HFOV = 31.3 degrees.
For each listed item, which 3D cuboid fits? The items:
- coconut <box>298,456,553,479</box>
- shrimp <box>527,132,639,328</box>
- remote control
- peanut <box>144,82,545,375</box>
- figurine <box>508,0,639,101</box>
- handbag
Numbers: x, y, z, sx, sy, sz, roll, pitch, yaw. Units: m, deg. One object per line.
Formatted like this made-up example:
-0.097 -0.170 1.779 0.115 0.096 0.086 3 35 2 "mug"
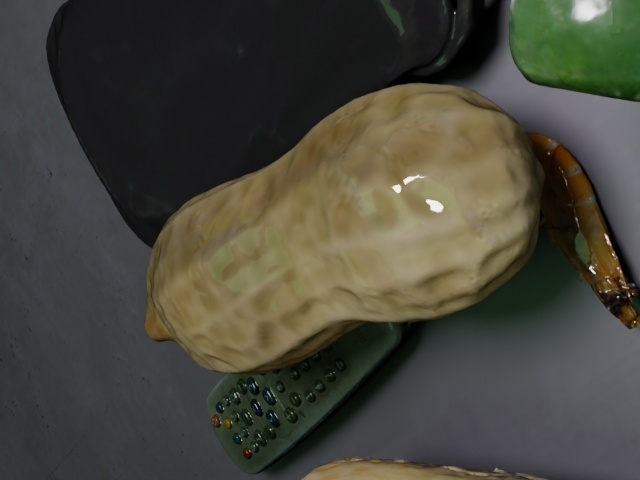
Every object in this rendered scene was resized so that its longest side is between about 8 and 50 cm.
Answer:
0.064 0.284 0.584 0.353 0.352 0.352 17 116 38 "coconut"
0.124 0.003 0.619 0.127 0.025 0.091 56 134 18 "shrimp"
-0.012 0.091 0.767 0.072 0.042 0.222 58 135 13 "remote control"
0.000 0.000 0.633 0.298 0.136 0.120 -23 94 42 "peanut"
0.169 -0.163 0.431 0.127 0.185 0.234 -128 46 -79 "figurine"
-0.051 -0.128 0.700 0.332 0.075 0.191 -32 84 43 "handbag"
